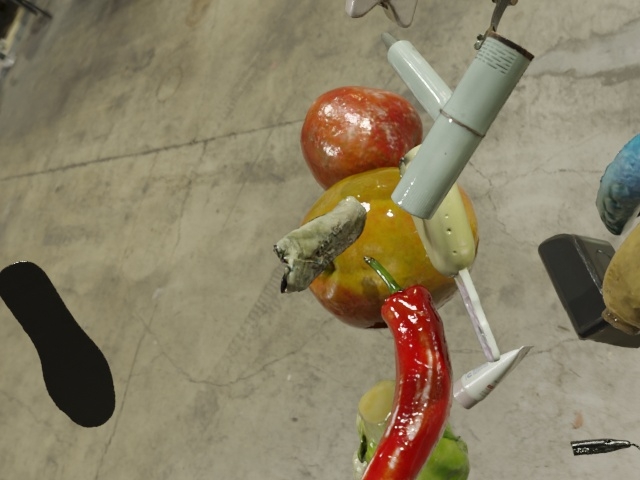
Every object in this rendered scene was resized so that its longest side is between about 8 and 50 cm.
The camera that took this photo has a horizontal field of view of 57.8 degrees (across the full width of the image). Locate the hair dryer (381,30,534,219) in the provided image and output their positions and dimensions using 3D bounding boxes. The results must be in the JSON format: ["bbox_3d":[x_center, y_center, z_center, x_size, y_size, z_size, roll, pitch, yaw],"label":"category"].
[{"bbox_3d":[0.083,-0.128,0.523,0.155,0.044,0.183,-60,39,19],"label":"hair dryer"}]

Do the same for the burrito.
[{"bbox_3d":[0.002,0.000,0.586,0.042,0.171,0.051,5,113,33],"label":"burrito"}]

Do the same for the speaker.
[{"bbox_3d":[0.726,0.103,1.480,0.388,0.180,0.184,-93,18,-49],"label":"speaker"}]

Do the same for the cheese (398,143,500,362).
[{"bbox_3d":[0.154,0.018,0.679,0.050,0.127,0.256,-18,79,-1],"label":"cheese"}]

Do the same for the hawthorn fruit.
[{"bbox_3d":[0.092,-0.202,1.259,0.284,0.284,0.284,-18,59,34],"label":"hawthorn fruit"}]

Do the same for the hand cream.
[{"bbox_3d":[0.475,0.359,1.579,0.248,0.133,0.083,-44,64,22],"label":"hand cream"}]

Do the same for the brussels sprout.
[{"bbox_3d":[0.194,0.445,1.284,0.227,0.294,0.259,-35,21,-5],"label":"brussels sprout"}]

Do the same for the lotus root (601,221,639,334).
[{"bbox_3d":[0.471,0.006,0.712,0.146,0.131,0.303,45,115,14],"label":"lotus root"}]

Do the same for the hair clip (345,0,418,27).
[{"bbox_3d":[0.101,-0.425,0.669,0.085,0.101,0.331,-107,25,-57],"label":"hair clip"}]

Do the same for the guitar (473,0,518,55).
[{"bbox_3d":[0.302,-0.399,0.973,0.038,0.084,0.271,4,57,42],"label":"guitar"}]

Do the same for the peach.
[{"bbox_3d":[0.129,0.005,1.036,0.332,0.308,0.308,-22,45,-19],"label":"peach"}]

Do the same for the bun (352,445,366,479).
[{"bbox_3d":[0.156,0.581,1.540,0.164,0.188,0.111,-33,72,23],"label":"bun"}]

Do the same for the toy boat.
[{"bbox_3d":[0.662,-0.102,1.127,0.215,0.330,0.123,-26,59,3],"label":"toy boat"}]

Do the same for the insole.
[{"bbox_3d":[-0.482,0.196,1.071,0.119,0.348,0.009,-27,15,-11],"label":"insole"}]

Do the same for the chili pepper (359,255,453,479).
[{"bbox_3d":[0.109,0.185,0.768,0.092,0.137,0.369,106,173,-57],"label":"chili pepper"}]

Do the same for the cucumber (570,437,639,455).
[{"bbox_3d":[0.746,0.538,1.524,0.163,0.039,0.043,-14,33,16],"label":"cucumber"}]
